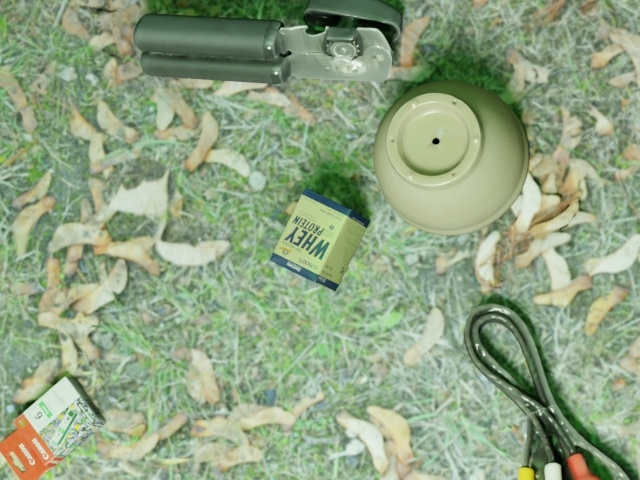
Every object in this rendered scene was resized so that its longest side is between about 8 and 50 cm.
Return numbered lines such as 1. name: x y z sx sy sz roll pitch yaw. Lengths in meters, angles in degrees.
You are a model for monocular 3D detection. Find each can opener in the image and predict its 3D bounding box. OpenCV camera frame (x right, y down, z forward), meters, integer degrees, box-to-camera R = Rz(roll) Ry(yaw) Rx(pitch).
1. can opener: -0.053 -0.218 2.096 0.283 0.076 0.095 5 50 16

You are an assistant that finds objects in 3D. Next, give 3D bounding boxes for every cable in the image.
1. cable: 0.229 0.190 1.945 0.139 0.072 0.287 -15 78 6

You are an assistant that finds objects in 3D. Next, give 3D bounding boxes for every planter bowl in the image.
1. planter bowl: 0.124 -0.093 1.997 0.162 0.109 0.162 -3 80 15

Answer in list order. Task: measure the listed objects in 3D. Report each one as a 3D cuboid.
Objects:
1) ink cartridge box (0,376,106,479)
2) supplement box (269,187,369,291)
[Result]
1. ink cartridge box: -0.292 0.206 2.099 0.115 0.029 0.063 -40 74 5
2. supplement box: 0.000 0.000 2.027 0.056 0.083 0.083 26 90 18
